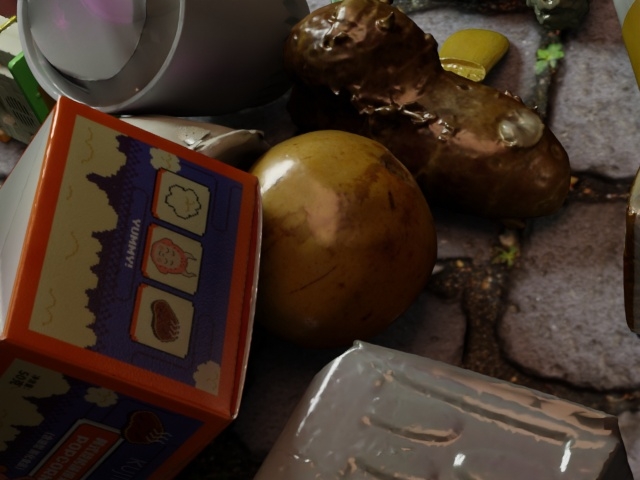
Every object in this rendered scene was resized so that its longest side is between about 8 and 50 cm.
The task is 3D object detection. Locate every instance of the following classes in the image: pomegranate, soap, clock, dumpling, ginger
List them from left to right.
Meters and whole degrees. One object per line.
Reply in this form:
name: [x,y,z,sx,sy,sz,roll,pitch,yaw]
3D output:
clock: [-0.415,-0.222,1.955,0.255,0.219,0.106,25,61,38]
dumpling: [-0.190,-0.075,1.749,0.260,0.341,0.181,-17,64,-45]
pomegranate: [0.000,0.000,1.651,0.264,0.264,0.264,-7,51,8]
soap: [0.080,0.344,1.390,0.350,0.213,0.435,20,60,25]
ginger: [0.123,-0.168,1.770,0.418,0.254,0.176,29,58,25]
soap: [0.200,-0.245,1.914,0.089,0.033,0.168,6,36,20]

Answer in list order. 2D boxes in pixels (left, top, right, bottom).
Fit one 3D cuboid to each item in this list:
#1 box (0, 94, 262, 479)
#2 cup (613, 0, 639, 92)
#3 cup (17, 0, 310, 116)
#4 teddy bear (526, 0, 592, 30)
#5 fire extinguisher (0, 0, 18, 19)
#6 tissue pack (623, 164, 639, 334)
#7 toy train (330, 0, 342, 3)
box: [-0.254,0.096,1.522,0.257,0.348,0.318,21,48,-22]
cup: [0.498,-0.254,1.773,0.241,0.185,0.226,-14,55,20]
cup: [-0.183,-0.281,1.816,0.253,0.371,0.253,1,92,31]
teddy bear: [0.240,-0.473,2.030,0.368,0.224,0.357,1,53,33]
fire extinguisher: [-0.493,-0.342,2.160,0.089,0.072,0.267,-51,50,19]
tissue pack: [0.397,-0.019,1.587,0.092,0.226,0.183,14,56,24]
toy train: [0.060,-0.300,2.011,0.071,0.038,0.148,-16,51,4]
